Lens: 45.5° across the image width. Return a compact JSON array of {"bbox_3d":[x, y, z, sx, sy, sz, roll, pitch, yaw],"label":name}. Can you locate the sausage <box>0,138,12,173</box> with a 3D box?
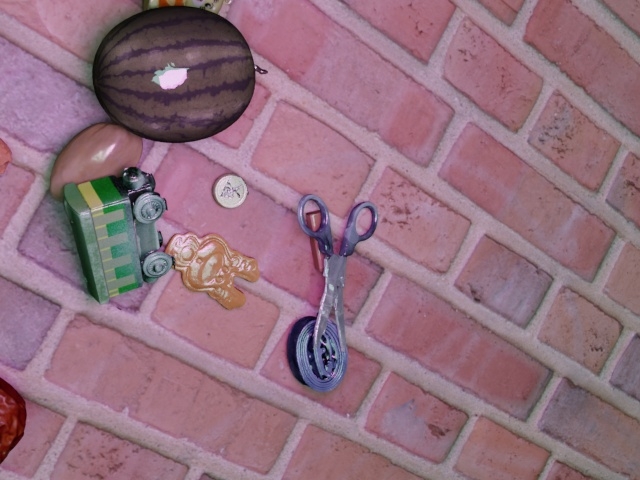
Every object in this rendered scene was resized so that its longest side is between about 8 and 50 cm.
[{"bbox_3d":[-0.753,-0.236,1.533,0.289,0.086,0.086,40,84,-21],"label":"sausage"}]

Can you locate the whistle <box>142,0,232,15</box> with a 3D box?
[{"bbox_3d":[-0.325,-0.536,1.631,0.288,0.106,0.131,2,117,-24],"label":"whistle"}]

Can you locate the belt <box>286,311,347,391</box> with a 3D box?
[{"bbox_3d":[-0.010,0.278,1.910,0.141,0.082,0.190,-16,100,-25],"label":"belt"}]

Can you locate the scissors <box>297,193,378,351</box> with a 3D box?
[{"bbox_3d":[0.039,0.084,1.871,0.255,0.029,0.384,2,90,-39],"label":"scissors"}]

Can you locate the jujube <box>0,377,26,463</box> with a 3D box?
[{"bbox_3d":[-0.740,0.386,1.584,0.232,0.213,0.213,-45,111,-7],"label":"jujube"}]

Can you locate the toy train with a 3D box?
[{"bbox_3d":[-0.426,-0.014,1.637,0.202,0.120,0.301,-19,136,-22],"label":"toy train"}]

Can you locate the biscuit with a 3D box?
[{"bbox_3d":[-0.258,0.062,1.808,0.236,0.040,0.144,32,82,-25],"label":"biscuit"}]

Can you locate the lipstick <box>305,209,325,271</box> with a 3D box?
[{"bbox_3d":[0.000,0.000,1.888,0.045,0.045,0.146,-13,103,-17],"label":"lipstick"}]

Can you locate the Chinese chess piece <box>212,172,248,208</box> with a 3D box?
[{"bbox_3d":[-0.212,-0.116,1.791,0.084,0.034,0.084,-4,101,-19],"label":"Chinese chess piece"}]

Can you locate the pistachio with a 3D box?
[{"bbox_3d":[-0.481,-0.167,1.629,0.226,0.136,0.136,-41,111,-3],"label":"pistachio"}]

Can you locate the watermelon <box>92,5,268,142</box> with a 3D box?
[{"bbox_3d":[-0.288,-0.345,1.591,0.359,0.278,0.279,-18,106,-31],"label":"watermelon"}]
